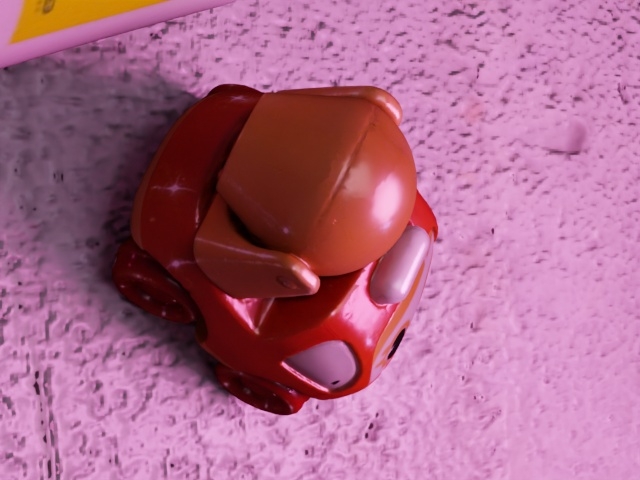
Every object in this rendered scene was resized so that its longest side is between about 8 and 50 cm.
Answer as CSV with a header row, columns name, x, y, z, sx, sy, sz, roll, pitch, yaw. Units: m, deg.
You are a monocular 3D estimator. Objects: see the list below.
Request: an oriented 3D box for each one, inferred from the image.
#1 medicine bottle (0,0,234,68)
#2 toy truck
name,x,y,z,sx,sy,sz,roll,pitch,yaw
medicine bottle,-0.205,-0.209,0.986,0.379,0.213,0.213,-24,105,-40
toy truck,0.000,0.000,1.149,0.265,0.239,0.189,43,62,-34
